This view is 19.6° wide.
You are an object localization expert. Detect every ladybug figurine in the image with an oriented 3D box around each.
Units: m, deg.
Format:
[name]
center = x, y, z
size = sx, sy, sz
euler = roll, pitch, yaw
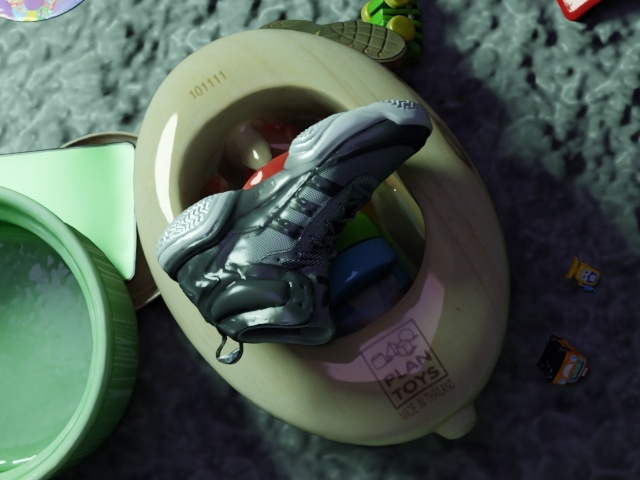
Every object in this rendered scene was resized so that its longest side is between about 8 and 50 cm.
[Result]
[ladybug figurine]
center = 0.008, 0.007, 1.719
size = 0.305, 0.162, 0.449
euler = -33, 67, 1

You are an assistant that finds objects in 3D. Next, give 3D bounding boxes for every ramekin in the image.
[ramekin]
center = -0.318, 0.100, 1.742
size = 0.303, 0.148, 0.303
euler = -1, 85, 13

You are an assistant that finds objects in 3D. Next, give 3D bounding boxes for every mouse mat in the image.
[mouse mat]
center = -0.272, -0.021, 1.841
size = 0.190, 0.007, 0.152
euler = -5, 70, 10

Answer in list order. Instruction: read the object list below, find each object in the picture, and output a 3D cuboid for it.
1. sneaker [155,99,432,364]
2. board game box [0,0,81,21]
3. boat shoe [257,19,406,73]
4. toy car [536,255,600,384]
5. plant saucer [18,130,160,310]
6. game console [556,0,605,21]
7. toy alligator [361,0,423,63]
[sneaker]
center = 0.000, 0.000, 1.585
size = 0.269, 0.101, 0.153
euler = -31, 68, 9
[board game box]
center = -0.308, -0.316, 1.977
size = 0.133, 0.033, 0.168
euler = -26, 67, 3
[boat shoe]
center = 0.012, -0.178, 1.821
size = 0.178, 0.060, 0.064
euler = 8, 37, 35
[toy car]
center = 0.239, 0.078, 1.700
size = 0.041, 0.060, 0.122
euler = 23, 83, -13
[plant saucer]
center = -0.212, -0.011, 1.846
size = 0.199, 0.036, 0.198
euler = -4, 70, 11
[game console]
center = 0.284, -0.300, 1.843
size = 0.124, 0.085, 0.144
euler = -38, 62, 32
[toy alligator]
center = 0.075, -0.240, 1.853
size = 0.051, 0.056, 0.189
euler = 6, 67, -27
